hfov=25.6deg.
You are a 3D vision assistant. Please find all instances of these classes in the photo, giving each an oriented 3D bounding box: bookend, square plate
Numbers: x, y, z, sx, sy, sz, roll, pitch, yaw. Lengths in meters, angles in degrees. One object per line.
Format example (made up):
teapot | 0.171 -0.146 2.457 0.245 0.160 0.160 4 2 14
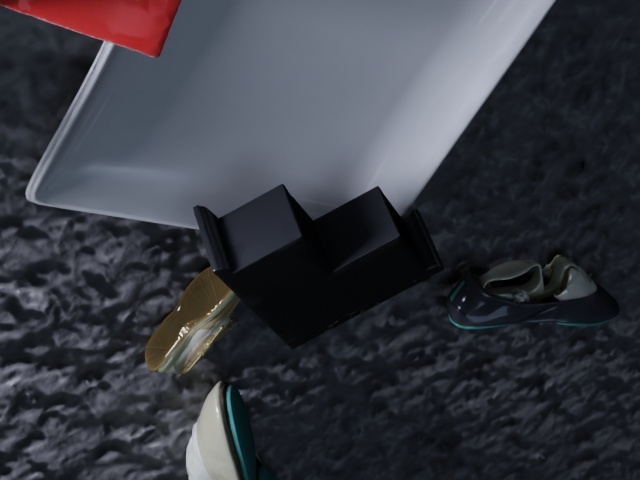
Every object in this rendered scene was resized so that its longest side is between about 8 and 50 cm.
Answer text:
bookend | 0.000 0.000 1.201 0.156 0.072 0.157 -29 143 10
square plate | -0.021 -0.137 1.134 0.347 0.049 0.344 9 132 -32

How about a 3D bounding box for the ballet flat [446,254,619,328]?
ballet flat | 0.224 0.051 1.422 0.203 0.074 0.074 -1 123 -24

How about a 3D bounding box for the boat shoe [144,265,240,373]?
boat shoe | -0.105 0.071 1.284 0.045 0.050 0.135 24 120 -41

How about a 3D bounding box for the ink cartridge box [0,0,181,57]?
ink cartridge box | -0.174 -0.272 0.881 0.261 0.066 0.296 17 115 -16

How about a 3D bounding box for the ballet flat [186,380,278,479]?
ballet flat | -0.090 0.234 1.393 0.086 0.086 0.248 -27 132 -7
